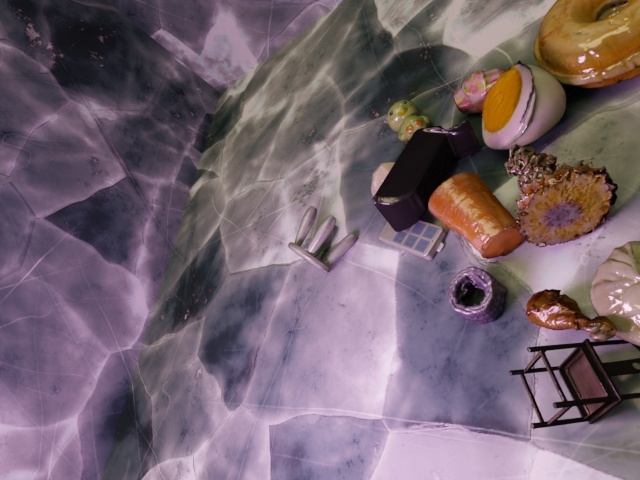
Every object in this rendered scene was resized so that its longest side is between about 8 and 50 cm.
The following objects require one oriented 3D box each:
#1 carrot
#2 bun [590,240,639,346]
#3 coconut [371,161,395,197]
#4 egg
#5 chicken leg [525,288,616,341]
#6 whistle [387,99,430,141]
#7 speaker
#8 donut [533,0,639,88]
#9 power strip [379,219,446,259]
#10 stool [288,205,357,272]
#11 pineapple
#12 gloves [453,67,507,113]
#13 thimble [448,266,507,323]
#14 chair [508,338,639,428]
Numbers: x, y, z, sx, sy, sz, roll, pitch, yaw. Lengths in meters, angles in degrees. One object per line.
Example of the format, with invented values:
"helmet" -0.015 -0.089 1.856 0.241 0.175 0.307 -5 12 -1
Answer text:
"carrot" 0.471 -0.063 1.372 0.196 0.196 0.254 -42 50 18
"bun" 0.715 0.106 0.973 0.259 0.160 0.259 -27 41 27
"coconut" 0.268 -0.219 1.695 0.161 0.161 0.162 -13 62 41
"egg" 0.640 -0.406 1.429 0.286 0.173 0.265 159 118 -75
"chicken leg" 0.582 0.181 1.064 0.107 0.087 0.251 -36 9 -2
"whistle" 0.356 -0.461 1.794 0.141 0.141 0.294 -44 41 15
"speaker" 0.364 -0.222 1.546 0.184 0.180 0.389 12 64 48
"donut" 0.859 -0.641 1.331 0.448 0.198 0.449 -26 48 32
"power strip" 0.317 -0.019 1.591 0.270 0.046 0.118 25 83 53
"stool" 0.000 0.000 1.797 0.199 0.195 0.195 -56 38 -2
"pineapple" 0.604 -0.160 1.229 0.262 0.262 0.272 -38 35 22
"gloves" 0.601 -0.543 1.605 0.241 0.126 0.145 -29 40 42
"thimble" 0.443 0.156 1.288 0.150 0.097 0.150 -27 47 33
"chair" 0.586 0.310 1.005 0.259 0.142 0.155 -3 49 -7
